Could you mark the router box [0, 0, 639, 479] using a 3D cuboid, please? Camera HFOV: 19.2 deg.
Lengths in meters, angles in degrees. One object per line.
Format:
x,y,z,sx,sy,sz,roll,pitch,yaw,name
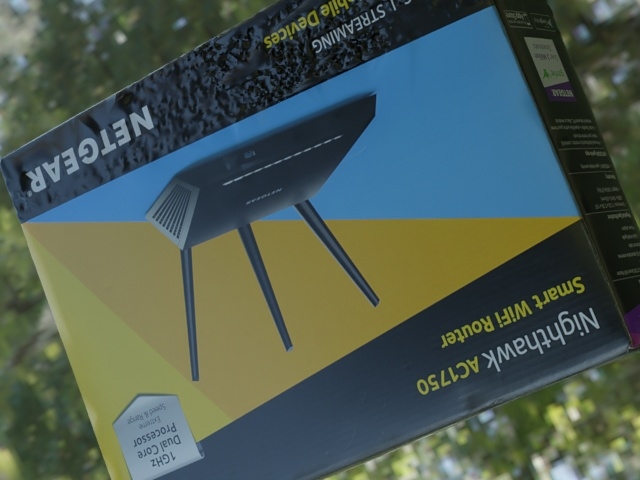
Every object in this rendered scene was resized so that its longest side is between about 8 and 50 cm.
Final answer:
0.000,0.000,0.563,0.046,0.179,0.133,-7,-107,-59,router box
